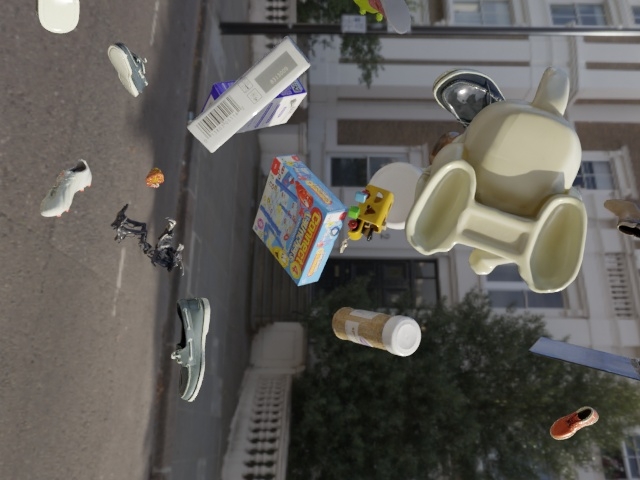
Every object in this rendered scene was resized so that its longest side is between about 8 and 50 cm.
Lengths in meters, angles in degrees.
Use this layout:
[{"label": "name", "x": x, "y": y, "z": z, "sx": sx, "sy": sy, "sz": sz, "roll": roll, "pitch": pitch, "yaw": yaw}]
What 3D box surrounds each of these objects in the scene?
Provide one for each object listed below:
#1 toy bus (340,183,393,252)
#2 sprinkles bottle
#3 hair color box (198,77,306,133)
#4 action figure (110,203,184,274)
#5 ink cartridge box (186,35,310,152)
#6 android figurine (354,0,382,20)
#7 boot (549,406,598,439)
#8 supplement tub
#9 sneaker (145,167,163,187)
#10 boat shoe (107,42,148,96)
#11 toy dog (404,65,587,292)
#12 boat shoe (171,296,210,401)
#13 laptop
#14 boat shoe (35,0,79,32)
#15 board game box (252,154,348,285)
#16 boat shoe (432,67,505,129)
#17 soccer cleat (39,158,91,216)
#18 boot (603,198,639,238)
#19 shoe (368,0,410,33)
[{"label": "toy bus", "x": 0.154, "y": -0.065, "z": 1.579, "sx": 0.191, "sy": 0.104, "sz": 0.202, "roll": -49, "pitch": 155, "yaw": -54}, {"label": "sprinkles bottle", "x": 0.178, "y": 0.298, "z": 1.739, "sx": 0.355, "sy": 0.121, "sz": 0.121, "roll": -2, "pitch": -93, "yaw": 60}, {"label": "hair color box", "x": -0.236, "y": -0.475, "z": 1.810, "sx": 0.185, "sy": 0.339, "sz": 0.110, "roll": -40, "pitch": -106, "yaw": 52}, {"label": "action figure", "x": -0.527, "y": 0.001, "z": 1.672, "sx": 0.276, "sy": 0.141, "sz": 0.164, "roll": 38, "pitch": 13, "yaw": -33}, {"label": "ink cartridge box", "x": -0.172, "y": -0.391, "z": 1.330, "sx": 0.091, "sy": 0.308, "sz": 0.385, "roll": 47, "pitch": 13, "yaw": -19}, {"label": "android figurine", "x": 0.175, "y": -0.791, "z": 1.513, "sx": 0.056, "sy": 0.248, "sz": 0.273, "roll": -37, "pitch": 148, "yaw": -43}, {"label": "boot", "x": 0.787, "y": 0.567, "z": 1.619, "sx": 0.084, "sy": 0.158, "sz": 0.059, "roll": 40, "pitch": 18, "yaw": -51}, {"label": "supplement tub", "x": 0.335, "y": -0.161, "z": 1.919, "sx": 0.325, "sy": 0.235, "sz": 0.235, "roll": -5, "pitch": 96, "yaw": -61}, {"label": "sneaker", "x": -0.621, "y": -0.243, "z": 1.932, "sx": 0.175, "sy": 0.064, "sz": 0.067, "roll": -3, "pitch": -100, "yaw": 64}, {"label": "boat shoe", "x": -0.606, "y": -0.556, "z": 1.660, "sx": 0.079, "sy": 0.095, "sz": 0.254, "roll": -47, "pitch": 171, "yaw": -16}, {"label": "toy dog", "x": 0.318, "y": -0.125, "z": 1.015, "sx": 0.408, "sy": 0.284, "sz": 0.395, "roll": -49, "pitch": 149, "yaw": -79}, {"label": "boat shoe", "x": -0.416, "y": 0.333, "z": 1.597, "sx": 0.116, "sy": 0.099, "sz": 0.319, "roll": 2, "pitch": -96, "yaw": 55}, {"label": "laptop", "x": 0.800, "y": 0.225, "z": 1.348, "sx": 0.236, "sy": 0.408, "sz": 0.382, "roll": 49, "pitch": 17, "yaw": 21}, {"label": "boat shoe", "x": -0.549, "y": -0.596, "z": 1.092, "sx": 0.305, "sy": 0.109, "sz": 0.091, "roll": -53, "pitch": -126, "yaw": 41}, {"label": "board game box", "x": -0.078, "y": -0.067, "z": 1.685, "sx": 0.302, "sy": 0.086, "sz": 0.308, "roll": 48, "pitch": -47, "yaw": 32}, {"label": "boat shoe", "x": 0.613, "y": -0.477, "z": 1.938, "sx": 0.187, "sy": 0.500, "sz": 0.156, "roll": -38, "pitch": -135, "yaw": 32}, {"label": "soccer cleat", "x": -0.643, "y": -0.133, "z": 1.299, "sx": 0.196, "sy": 0.068, "sz": 0.076, "roll": -75, "pitch": 173, "yaw": -51}, {"label": "boot", "x": 0.643, "y": -0.045, "z": 1.086, "sx": 0.087, "sy": 0.118, "sz": 0.042, "roll": -33, "pitch": 132, "yaw": -35}, {"label": "shoe", "x": 0.182, "y": -0.634, "z": 1.400, "sx": 0.178, "sy": 0.063, "sz": 0.081, "roll": 60, "pitch": -3, "yaw": -5}]
